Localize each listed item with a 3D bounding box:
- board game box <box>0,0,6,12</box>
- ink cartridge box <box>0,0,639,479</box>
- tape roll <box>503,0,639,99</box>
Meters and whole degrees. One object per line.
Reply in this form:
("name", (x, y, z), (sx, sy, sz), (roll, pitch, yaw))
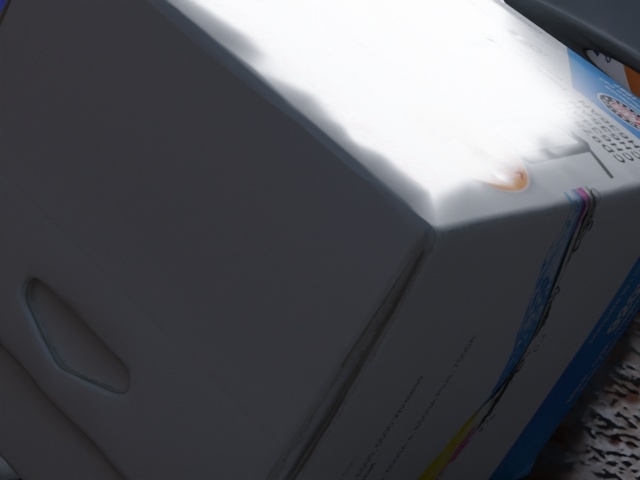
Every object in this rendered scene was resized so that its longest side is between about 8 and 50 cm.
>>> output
("board game box", (-0.232, -0.071, 0.603), (0.214, 0.046, 0.317), (15, 56, -4))
("ink cartridge box", (0.000, 0.000, 0.546), (0.171, 0.168, 0.233), (41, 27, 23))
("tape roll", (0.202, -0.095, 0.775), (0.219, 0.072, 0.219), (35, 4, -3))
